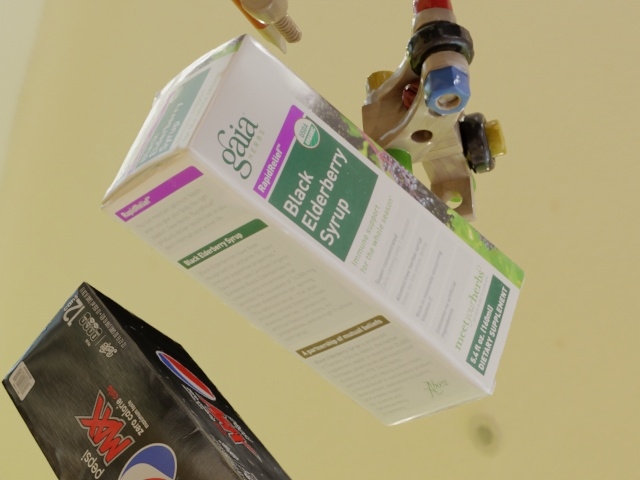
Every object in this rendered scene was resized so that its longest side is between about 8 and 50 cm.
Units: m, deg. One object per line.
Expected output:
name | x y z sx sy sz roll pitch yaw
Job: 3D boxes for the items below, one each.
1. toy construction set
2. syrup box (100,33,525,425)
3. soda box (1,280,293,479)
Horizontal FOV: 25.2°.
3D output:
toy construction set | 0.032 -0.121 1.350 0.257 0.237 0.309 -37 -125 5
syrup box | 0.000 0.000 0.832 0.237 0.093 0.096 40 -40 -23
soda box | -0.052 0.081 0.500 0.053 0.060 0.169 -50 -143 1
